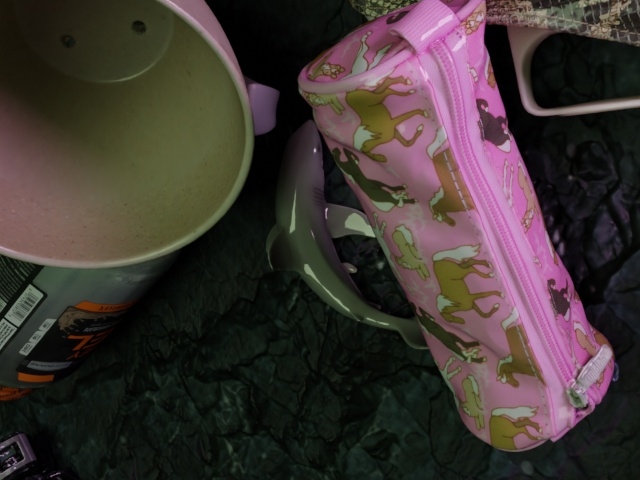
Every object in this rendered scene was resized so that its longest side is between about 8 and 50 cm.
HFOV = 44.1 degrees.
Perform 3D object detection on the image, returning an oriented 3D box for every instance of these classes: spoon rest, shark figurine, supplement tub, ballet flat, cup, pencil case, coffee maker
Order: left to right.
[{"bbox_3d":[-0.448,0.396,1.182,0.178,0.120,0.171,51,120,14],"label":"coffee maker"},{"bbox_3d":[-0.342,0.048,1.002,0.338,0.207,0.207,-43,76,30],"label":"supplement tub"},{"bbox_3d":[-0.232,-0.170,0.774,0.331,0.331,0.237,-41,35,30],"label":"cup"},{"bbox_3d":[-0.144,-0.173,0.928,0.276,0.084,0.137,23,109,40],"label":"spoon rest"},{"bbox_3d":[0.003,0.029,0.847,0.166,0.116,0.278,-44,74,31],"label":"shark figurine"},{"bbox_3d":[0.122,-0.011,0.662,0.167,0.160,0.386,-12,116,35],"label":"pencil case"},{"bbox_3d":[0.177,-0.199,0.684,0.482,0.164,0.182,16,123,26],"label":"ballet flat"}]
